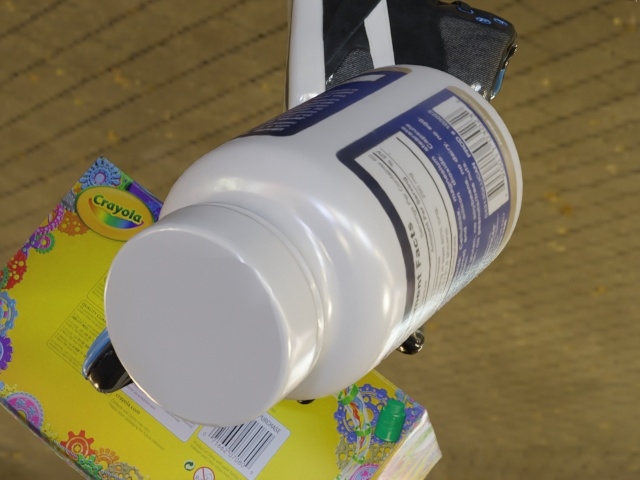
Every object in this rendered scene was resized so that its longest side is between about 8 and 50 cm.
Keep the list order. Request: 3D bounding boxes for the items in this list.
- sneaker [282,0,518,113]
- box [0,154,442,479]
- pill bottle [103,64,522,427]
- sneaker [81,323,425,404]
[{"bbox_3d":[0.043,-0.129,0.766,0.121,0.216,0.079,5,151,-5],"label":"sneaker"},{"bbox_3d":[-0.079,0.123,1.077,0.290,0.177,0.279,38,172,14],"label":"box"},{"bbox_3d":[0.000,0.000,0.517,0.094,0.094,0.169,-9,-166,33],"label":"pill bottle"},{"bbox_3d":[-0.031,0.051,0.756,0.188,0.078,0.067,-12,172,-8],"label":"sneaker"}]
